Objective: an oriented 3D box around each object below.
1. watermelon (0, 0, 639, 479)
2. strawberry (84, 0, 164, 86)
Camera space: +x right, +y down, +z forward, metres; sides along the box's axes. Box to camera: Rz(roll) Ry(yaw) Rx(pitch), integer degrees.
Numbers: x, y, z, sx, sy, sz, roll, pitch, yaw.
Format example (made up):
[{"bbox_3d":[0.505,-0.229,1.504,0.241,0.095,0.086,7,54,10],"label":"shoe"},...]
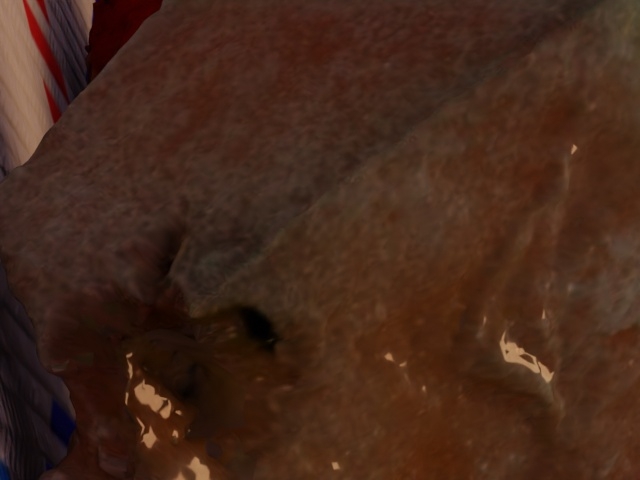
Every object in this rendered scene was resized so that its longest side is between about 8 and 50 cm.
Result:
[{"bbox_3d":[0.011,0.034,0.676,0.151,0.302,0.264,32,-35,55],"label":"watermelon"},{"bbox_3d":[-0.001,0.001,0.925,0.292,0.292,0.343,78,25,-67],"label":"strawberry"}]
